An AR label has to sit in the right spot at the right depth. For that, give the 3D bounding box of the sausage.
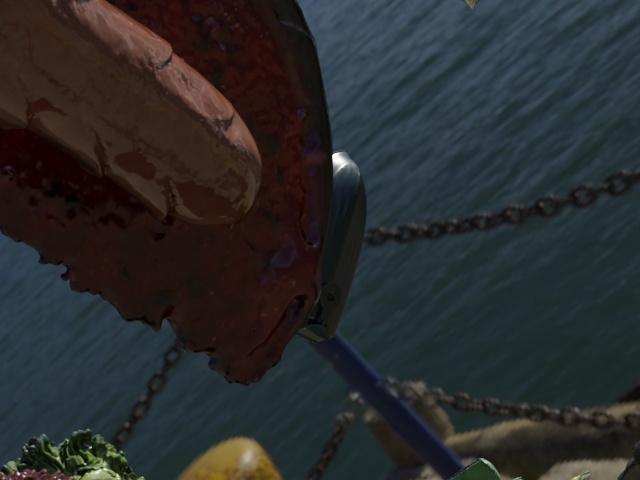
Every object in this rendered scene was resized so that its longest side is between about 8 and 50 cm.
[{"bbox_3d":[-0.145,-0.097,0.527,0.088,0.433,0.087,-11,66,26],"label":"sausage"}]

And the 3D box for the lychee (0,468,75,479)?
[{"bbox_3d":[-0.272,0.299,1.041,0.188,0.188,0.188,-39,15,13],"label":"lychee"}]

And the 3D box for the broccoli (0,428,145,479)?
[{"bbox_3d":[-0.294,0.314,1.255,0.198,0.177,0.275,-49,3,-8],"label":"broccoli"}]

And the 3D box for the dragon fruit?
[{"bbox_3d":[-0.111,-0.087,0.738,0.100,0.343,0.282,11,66,51],"label":"dragon fruit"}]

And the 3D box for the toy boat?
[{"bbox_3d":[-0.003,0.002,1.681,0.122,0.114,0.296,-4,65,47],"label":"toy boat"}]

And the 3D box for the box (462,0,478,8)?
[{"bbox_3d":[0.110,-0.294,1.151,0.029,0.109,0.198,-50,-11,11],"label":"box"}]

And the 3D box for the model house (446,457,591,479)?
[{"bbox_3d":[0.288,0.360,1.406,0.313,0.242,0.357,-21,-19,-31],"label":"model house"}]

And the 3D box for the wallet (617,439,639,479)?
[{"bbox_3d":[0.351,0.203,0.963,0.042,0.165,0.309,-58,-17,-24],"label":"wallet"}]
